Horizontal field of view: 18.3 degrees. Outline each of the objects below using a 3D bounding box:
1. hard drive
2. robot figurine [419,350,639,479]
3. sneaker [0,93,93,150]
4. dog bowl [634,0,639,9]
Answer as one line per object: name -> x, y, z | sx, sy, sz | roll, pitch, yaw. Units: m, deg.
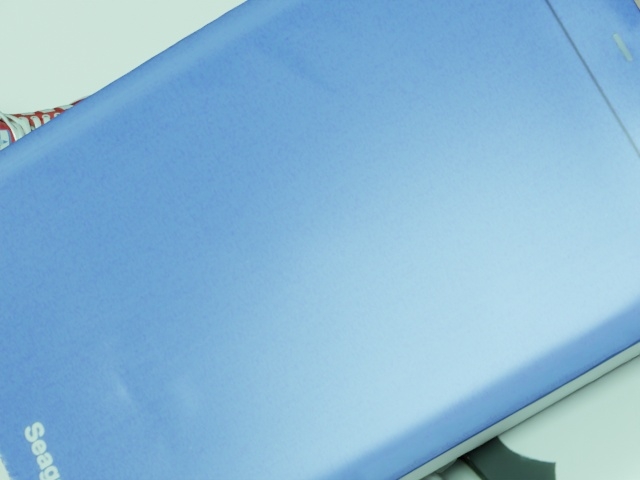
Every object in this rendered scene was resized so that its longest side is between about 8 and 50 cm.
hard drive -> 0.000, 0.000, 0.824 | 0.318, 0.040, 0.210 | -31, 72, 8
robot figurine -> 0.150, 0.114, 0.841 | 0.278, 0.209, 0.173 | -37, 98, -4
sneaker -> -0.130, -0.047, 0.915 | 0.118, 0.067, 0.042 | -16, 82, -1
dog bowl -> 0.204, -0.137, 0.905 | 0.265, 0.104, 0.265 | 0, 83, 1
